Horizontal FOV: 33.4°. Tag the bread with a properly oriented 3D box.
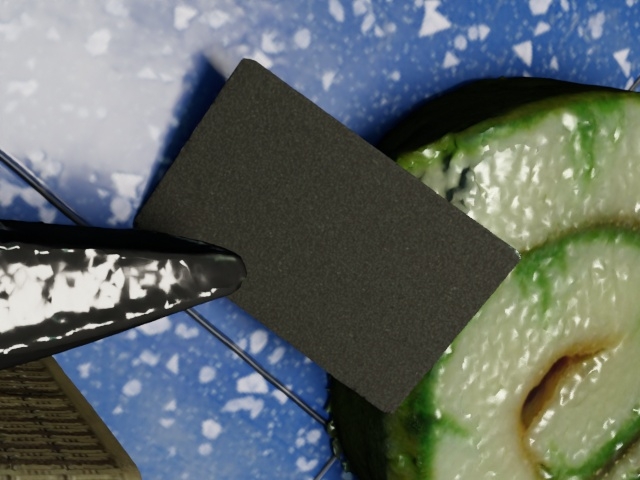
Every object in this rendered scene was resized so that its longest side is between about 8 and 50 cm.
[{"bbox_3d":[0.163,0.063,0.784,0.366,0.129,0.382,-50,118,-6],"label":"bread"}]

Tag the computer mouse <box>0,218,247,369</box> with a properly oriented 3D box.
[{"bbox_3d":[-0.187,0.030,0.575,0.295,0.168,0.087,2,95,-29],"label":"computer mouse"}]

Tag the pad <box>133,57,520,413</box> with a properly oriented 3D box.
[{"bbox_3d":[0.000,0.000,0.675,0.211,0.003,0.143,37,108,0],"label":"pad"}]

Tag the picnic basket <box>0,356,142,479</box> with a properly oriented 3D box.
[{"bbox_3d":[-0.233,0.230,0.576,0.175,0.228,0.312,7,100,-29],"label":"picnic basket"}]
